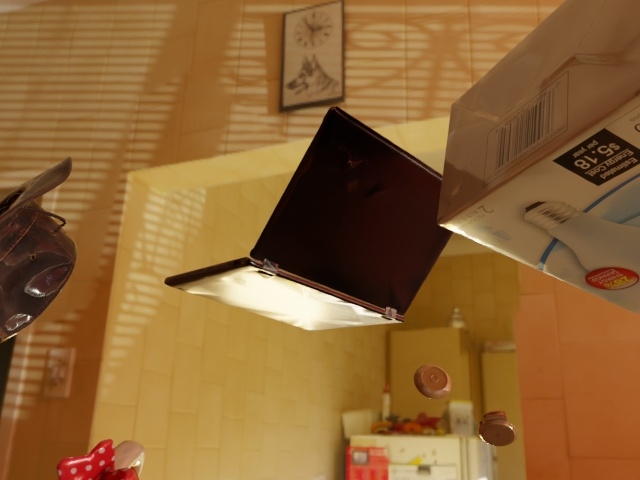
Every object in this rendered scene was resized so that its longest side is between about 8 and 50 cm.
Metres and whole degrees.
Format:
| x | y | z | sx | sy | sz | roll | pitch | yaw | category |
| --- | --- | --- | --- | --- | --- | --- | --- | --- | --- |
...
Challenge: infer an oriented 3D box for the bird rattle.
| x | y | z | sx | sy | sz | roll | pitch | yaw | category |
| --- | --- | --- | --- | --- | --- | --- | --- | --- | --- |
| -0.331 | 0.382 | 0.930 | 0.143 | 0.253 | 0.207 | 15 | 20 | 6 | bird rattle |

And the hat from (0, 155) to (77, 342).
| x | y | z | sx | sy | sz | roll | pitch | yaw | category |
| --- | --- | --- | --- | --- | --- | --- | --- | --- | --- |
| -0.408 | 0.042 | 0.796 | 0.331 | 0.331 | 0.134 | -14 | -58 | 40 | hat |

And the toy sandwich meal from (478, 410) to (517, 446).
| x | y | z | sx | sy | sz | roll | pitch | yaw | category |
| --- | --- | --- | --- | --- | --- | --- | --- | --- | --- |
| 0.362 | 0.386 | 1.282 | 0.085 | 0.029 | 0.085 | 7 | -56 | 10 | toy sandwich meal |

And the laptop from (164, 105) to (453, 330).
| x | y | z | sx | sy | sz | roll | pitch | yaw | category |
| --- | --- | --- | --- | --- | --- | --- | --- | --- | --- |
| 0.000 | 0.000 | 1.153 | 0.382 | 0.236 | 0.408 | 25 | -27 | -38 | laptop |

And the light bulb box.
| x | y | z | sx | sy | sz | roll | pitch | yaw | category |
| --- | --- | --- | --- | --- | --- | --- | --- | --- | --- |
| 0.399 | -0.108 | 0.768 | 0.361 | 0.225 | 0.358 | 22 | -29 | -16 | light bulb box |

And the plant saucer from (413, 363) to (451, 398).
| x | y | z | sx | sy | sz | roll | pitch | yaw | category |
| --- | --- | --- | --- | --- | --- | --- | --- | --- | --- |
| 0.243 | 0.300 | 1.347 | 0.083 | 0.083 | 0.015 | 4 | -41 | -4 | plant saucer |
